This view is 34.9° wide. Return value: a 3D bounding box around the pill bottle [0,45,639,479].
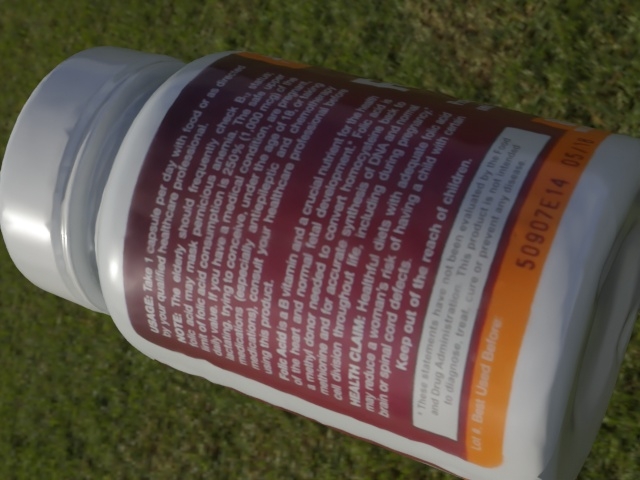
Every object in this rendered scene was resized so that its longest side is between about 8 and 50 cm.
[{"bbox_3d":[0.000,0.000,0.673,0.392,0.224,0.224,17,90,24],"label":"pill bottle"}]
